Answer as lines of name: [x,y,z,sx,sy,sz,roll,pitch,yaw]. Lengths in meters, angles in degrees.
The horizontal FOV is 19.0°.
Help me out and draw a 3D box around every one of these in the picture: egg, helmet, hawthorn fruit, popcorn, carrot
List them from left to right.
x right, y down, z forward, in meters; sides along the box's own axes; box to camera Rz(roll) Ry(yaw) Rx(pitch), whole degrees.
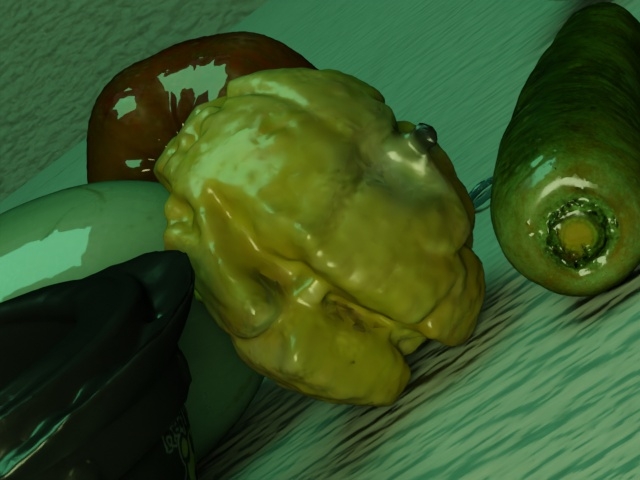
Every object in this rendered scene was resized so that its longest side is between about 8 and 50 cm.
helmet: [-0.147,0.132,0.815,0.279,0.160,0.230,-25,13,6]
egg: [-0.126,0.059,1.003,0.231,0.168,0.168,-29,14,21]
hawthorn fruit: [-0.061,-0.045,1.222,0.189,0.189,0.189,-37,12,9]
popcorn: [0.000,0.000,0.885,0.148,0.167,0.152,-3,-33,-34]
carrot: [0.129,-0.063,0.936,0.074,0.074,0.358,-35,11,20]

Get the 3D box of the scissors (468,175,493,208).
scissors: [0.104,-0.031,1.025,0.058,0.014,0.119,-42,8,3]
